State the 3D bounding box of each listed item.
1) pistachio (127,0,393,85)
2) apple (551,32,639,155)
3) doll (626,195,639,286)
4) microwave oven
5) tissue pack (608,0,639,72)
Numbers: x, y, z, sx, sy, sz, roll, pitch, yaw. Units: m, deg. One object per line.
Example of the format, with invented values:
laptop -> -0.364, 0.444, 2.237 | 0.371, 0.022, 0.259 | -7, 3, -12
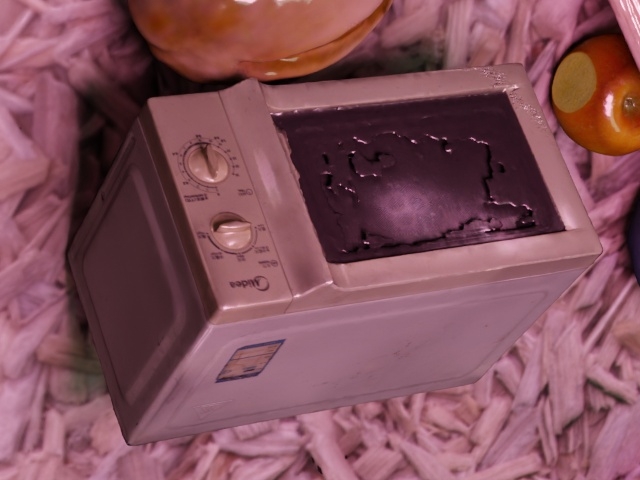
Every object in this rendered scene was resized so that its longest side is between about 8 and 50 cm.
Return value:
pistachio -> -0.034, -0.235, 1.618 | 0.288, 0.197, 0.166 | -37, 171, -25
apple -> 0.278, -0.136, 1.883 | 0.099, 0.102, 0.114 | 18, 108, -32
doll -> 0.425, 0.006, 2.019 | 0.258, 0.154, 0.228 | 18, 69, -44
microwave oven -> 0.000, 0.000, 1.667 | 0.355, 0.218, 0.286 | -8, 155, -27
tissue pack -> 0.350, -0.145, 1.824 | 0.071, 0.170, 0.325 | -21, 104, 23
